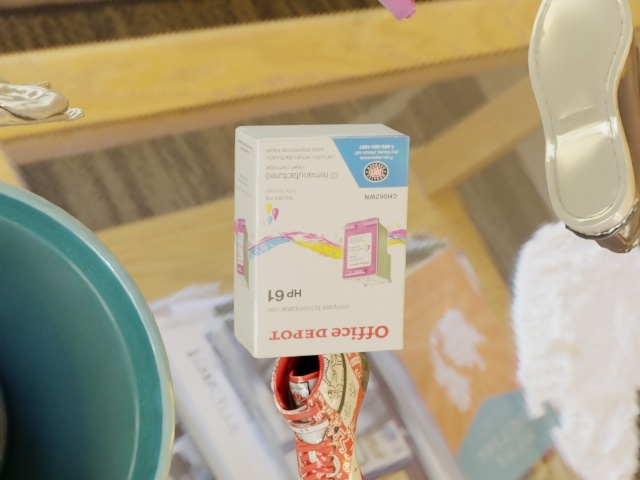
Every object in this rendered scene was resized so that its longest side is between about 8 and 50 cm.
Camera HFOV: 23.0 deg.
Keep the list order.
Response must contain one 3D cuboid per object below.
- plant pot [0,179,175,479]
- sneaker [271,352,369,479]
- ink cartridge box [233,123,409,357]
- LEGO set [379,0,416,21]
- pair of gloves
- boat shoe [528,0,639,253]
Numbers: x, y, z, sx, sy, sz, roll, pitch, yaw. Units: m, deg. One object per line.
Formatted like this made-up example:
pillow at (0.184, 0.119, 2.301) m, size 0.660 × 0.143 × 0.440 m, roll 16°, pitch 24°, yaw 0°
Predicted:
plant pot at (-0.251, 0.112, 0.956) m, size 0.272 × 0.255 × 0.271 m, roll 3°, pitch 81°, yaw -20°
sneaker at (-0.008, 0.246, 1.922) m, size 0.145 × 0.090 × 0.270 m, roll 28°, pitch 64°, yaw -58°
ink cartridge box at (0.000, 0.000, 0.867) m, size 0.089 × 0.052 × 0.122 m, roll -3°, pitch 103°, yaw -16°
LEGO set at (0.087, -0.183, 0.650) m, size 0.093 × 0.227 × 0.087 m, roll 41°, pitch 24°, yaw -27°
pair of gloves at (-0.406, -0.174, 1.810) m, size 0.204 × 0.240 × 0.042 m, roll -8°, pitch 114°, yaw -47°
boat shoe at (0.294, -0.143, 1.660) m, size 0.097 × 0.117 × 0.324 m, roll 36°, pitch 46°, yaw -49°
